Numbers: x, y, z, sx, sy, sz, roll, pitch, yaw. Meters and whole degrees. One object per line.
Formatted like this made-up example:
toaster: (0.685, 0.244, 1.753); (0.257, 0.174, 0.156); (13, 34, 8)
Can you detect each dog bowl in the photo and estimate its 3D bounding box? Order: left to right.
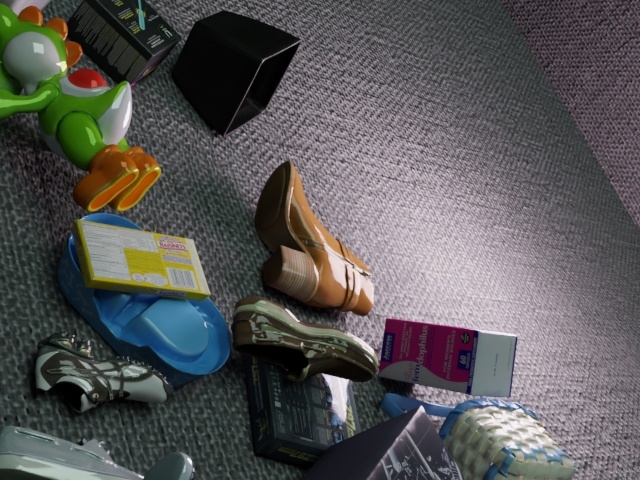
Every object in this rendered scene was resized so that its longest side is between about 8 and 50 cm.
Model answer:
dog bowl: (-0.266, 0.095, 1.489); (0.297, 0.074, 0.166); (46, 32, -1)

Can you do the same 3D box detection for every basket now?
basket: (0.262, 0.357, 1.724); (0.254, 0.201, 0.289); (16, 17, -36)

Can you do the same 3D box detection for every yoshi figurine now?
yoshi figurine: (-0.427, -0.187, 1.532); (0.203, 0.203, 0.362); (-34, 81, -37)

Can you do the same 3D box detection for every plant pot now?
plant pot: (-0.176, -0.345, 1.977); (0.167, 0.188, 0.187); (37, 32, 5)

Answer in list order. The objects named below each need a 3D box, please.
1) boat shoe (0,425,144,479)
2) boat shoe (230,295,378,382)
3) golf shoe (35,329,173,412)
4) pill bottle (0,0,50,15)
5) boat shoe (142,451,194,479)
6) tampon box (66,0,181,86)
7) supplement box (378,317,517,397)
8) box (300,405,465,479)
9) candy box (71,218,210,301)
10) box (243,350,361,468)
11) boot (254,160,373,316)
boat shoe: (-0.296, 0.280, 1.251); (0.227, 0.079, 0.081); (23, 44, -28)
boat shoe: (-0.027, 0.180, 1.561); (0.257, 0.095, 0.095); (24, 51, -20)
golf shoe: (-0.295, 0.198, 1.360); (0.198, 0.077, 0.094); (24, 53, -25)
pill bottle: (-0.573, -0.500, 1.706); (0.264, 0.146, 0.146); (44, 33, -5)
boat shoe: (-0.190, 0.343, 1.232); (0.083, 0.183, 0.065); (27, 10, -36)
tampon box: (-0.364, -0.381, 1.859); (0.161, 0.101, 0.120); (45, 33, -5)
supplement box: (0.221, 0.205, 1.781); (0.114, 0.220, 0.111); (11, 85, -41)
box: (0.094, 0.447, 1.349); (0.313, 0.179, 0.343); (59, 27, -2)
candy box: (-0.260, 0.032, 1.470); (0.205, 0.027, 0.105); (11, 44, -43)
box: (-0.029, 0.247, 1.611); (0.183, 0.059, 0.233); (21, 40, -33)
boot: (0.000, 0.000, 1.861); (0.220, 0.109, 0.283); (21, 43, -33)
